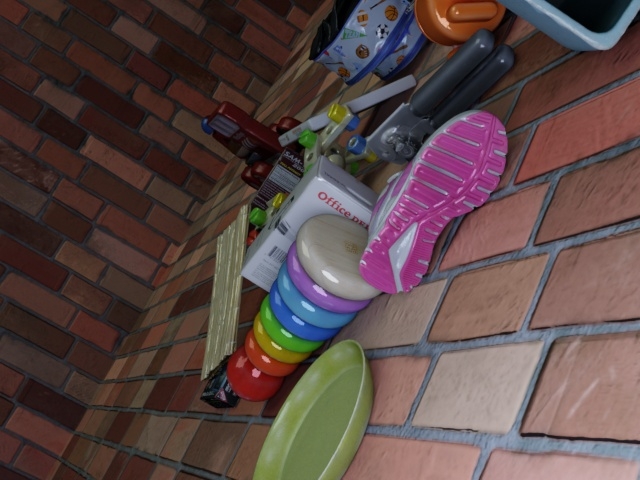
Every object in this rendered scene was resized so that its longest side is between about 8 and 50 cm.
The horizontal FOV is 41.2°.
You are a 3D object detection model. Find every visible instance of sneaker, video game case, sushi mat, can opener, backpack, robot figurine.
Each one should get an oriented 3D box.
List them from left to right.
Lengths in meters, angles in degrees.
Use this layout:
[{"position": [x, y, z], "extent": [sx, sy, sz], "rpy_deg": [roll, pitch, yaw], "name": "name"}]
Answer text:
[{"position": [-0.175, 0.093, 1.568], "extent": [0.151, 0.019, 0.317], "rpy_deg": [132, 148, -50], "name": "sushi mat"}, {"position": [0.046, -0.246, 1.629], "extent": [0.226, 0.026, 0.206], "rpy_deg": [-27, 6, -17], "name": "video game case"}, {"position": [0.105, -0.440, 1.716], "extent": [0.263, 0.213, 0.276], "rpy_deg": [-54, 6, -21], "name": "backpack"}, {"position": [0.129, -0.060, 1.054], "extent": [0.252, 0.103, 0.111], "rpy_deg": [-52, 17, 18], "name": "sneaker"}, {"position": [0.175, -0.216, 1.281], "extent": [0.283, 0.076, 0.095], "rpy_deg": [-43, 21, 42], "name": "can opener"}, {"position": [0.218, -0.372, 1.349], "extent": [0.128, 0.158, 0.219], "rpy_deg": [-42, 9, 4], "name": "robot figurine"}]

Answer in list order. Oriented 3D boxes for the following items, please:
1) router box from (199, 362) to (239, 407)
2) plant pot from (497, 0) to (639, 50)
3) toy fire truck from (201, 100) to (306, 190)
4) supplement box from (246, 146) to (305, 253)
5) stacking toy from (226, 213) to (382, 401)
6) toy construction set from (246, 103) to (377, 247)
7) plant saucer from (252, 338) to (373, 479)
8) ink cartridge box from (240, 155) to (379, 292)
[{"position": [-0.163, 0.247, 1.505], "extent": [0.092, 0.038, 0.122], "rpy_deg": [-63, 15, -22], "name": "router box"}, {"position": [0.272, -0.372, 0.981], "extent": [0.247, 0.247, 0.252], "rpy_deg": [-56, -2, 8], "name": "plant pot"}, {"position": [-0.175, -0.252, 2.149], "extent": [0.169, 0.253, 0.302], "rpy_deg": [-60, 15, -10], "name": "toy fire truck"}, {"position": [-0.092, -0.063, 1.750], "extent": [0.239, 0.073, 0.130], "rpy_deg": [-56, -15, 2], "name": "supplement box"}, {"position": [-0.035, 0.119, 1.217], "extent": [0.330, 0.141, 0.141], "rpy_deg": [-56, 13, 36], "name": "stacking toy"}, {"position": [-0.032, -0.075, 1.515], "extent": [0.328, 0.151, 0.215], "rpy_deg": [-47, 30, 51], "name": "toy construction set"}, {"position": [-0.005, 0.232, 1.016], "extent": [0.241, 0.037, 0.241], "rpy_deg": [-52, 16, 22], "name": "plant saucer"}, {"position": [0.000, 0.000, 1.261], "extent": [0.203, 0.148, 0.086], "rpy_deg": [-50, 14, 25], "name": "ink cartridge box"}]
